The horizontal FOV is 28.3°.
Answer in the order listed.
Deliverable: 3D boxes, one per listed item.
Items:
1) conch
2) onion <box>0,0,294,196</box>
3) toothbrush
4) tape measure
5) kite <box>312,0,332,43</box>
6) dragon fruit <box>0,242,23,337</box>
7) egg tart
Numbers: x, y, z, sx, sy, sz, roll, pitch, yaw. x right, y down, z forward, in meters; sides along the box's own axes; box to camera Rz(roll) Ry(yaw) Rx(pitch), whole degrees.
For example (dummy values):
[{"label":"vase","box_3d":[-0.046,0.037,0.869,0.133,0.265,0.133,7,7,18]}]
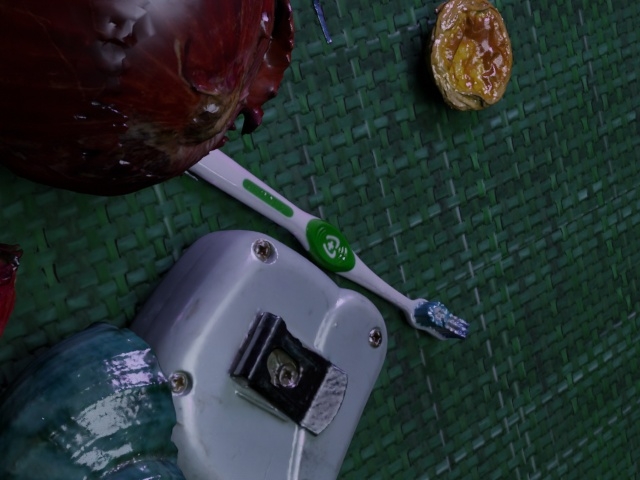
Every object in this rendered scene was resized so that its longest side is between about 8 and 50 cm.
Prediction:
[{"label":"conch","box_3d":[-0.177,0.189,0.983,0.202,0.196,0.134,43,29,10]},{"label":"onion","box_3d":[-0.157,-0.164,0.956,0.276,0.276,0.276,-1,91,-41]},{"label":"toothbrush","box_3d":[-0.003,0.000,1.225,0.418,0.040,0.042,34,67,-31]},{"label":"tape measure","box_3d":[-0.056,0.132,1.116,0.246,0.125,0.243,37,67,-36]},{"label":"kite","box_3d":[-0.059,-0.240,1.185,0.183,0.010,0.160,-23,106,-39]},{"label":"dragon fruit","box_3d":[-0.345,0.073,0.878,0.274,0.161,0.126,-34,146,-48]},{"label":"egg tart","box_3d":[0.150,-0.199,1.342,0.130,0.052,0.130,-3,94,-41]}]
